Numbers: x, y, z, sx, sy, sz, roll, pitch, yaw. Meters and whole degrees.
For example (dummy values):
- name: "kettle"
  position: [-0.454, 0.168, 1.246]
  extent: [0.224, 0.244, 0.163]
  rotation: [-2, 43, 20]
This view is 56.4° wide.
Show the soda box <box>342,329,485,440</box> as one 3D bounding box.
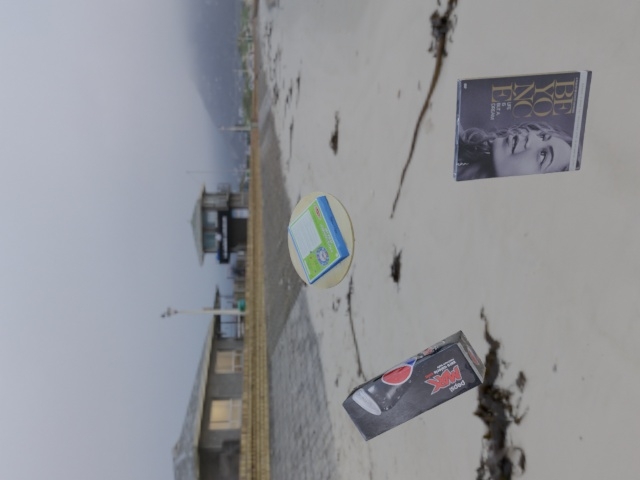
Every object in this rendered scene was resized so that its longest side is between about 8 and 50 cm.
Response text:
- name: "soda box"
  position: [0.113, 0.178, 0.728]
  extent: [0.060, 0.169, 0.053]
  rotation: [57, -160, 3]

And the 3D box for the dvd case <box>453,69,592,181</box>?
- name: "dvd case"
  position: [0.325, -0.184, 0.965]
  extent: [0.018, 0.221, 0.164]
  rotation: [-116, 21, -66]

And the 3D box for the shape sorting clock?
- name: "shape sorting clock"
  position: [0.000, 0.000, 1.261]
  extent: [0.206, 0.040, 0.206]
  rotation: [9, 102, 51]
